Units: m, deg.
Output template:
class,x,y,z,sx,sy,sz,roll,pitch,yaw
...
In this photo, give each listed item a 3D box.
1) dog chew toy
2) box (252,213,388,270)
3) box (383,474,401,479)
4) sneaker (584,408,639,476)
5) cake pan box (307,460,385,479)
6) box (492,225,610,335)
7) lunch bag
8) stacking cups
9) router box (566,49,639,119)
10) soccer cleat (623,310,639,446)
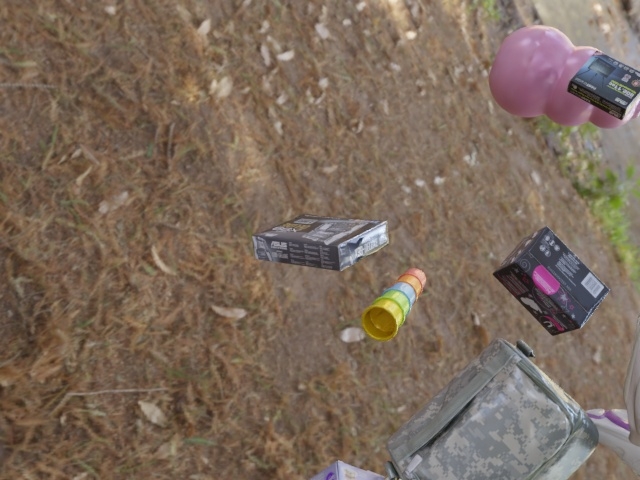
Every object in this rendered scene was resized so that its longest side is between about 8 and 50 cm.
class,x,y,z,sx,sy,sz,roll,pitch,yaw
dog chew toy,0.556,-0.352,1.478,0.331,0.207,0.207,25,45,17
box,0.000,0.000,1.857,0.242,0.307,0.077,-25,114,-48
box,0.178,0.581,1.516,0.063,0.067,0.324,57,35,0
sneaker,0.579,0.394,1.118,0.114,0.305,0.152,-2,108,-48
cake pan box,0.061,0.648,1.601,0.266,0.245,0.070,30,35,-30
box,0.636,0.114,1.820,0.247,0.142,0.163,46,68,2
lunch bag,0.276,0.326,1.106,0.256,0.305,0.212,43,4,-37
stacking cups,0.209,0.159,1.714,0.316,0.096,0.096,-31,97,-59
router box,0.552,-0.299,1.258,0.122,0.038,0.092,37,76,24
soccer cleat,0.380,0.141,0.748,0.068,0.076,0.196,24,53,8
